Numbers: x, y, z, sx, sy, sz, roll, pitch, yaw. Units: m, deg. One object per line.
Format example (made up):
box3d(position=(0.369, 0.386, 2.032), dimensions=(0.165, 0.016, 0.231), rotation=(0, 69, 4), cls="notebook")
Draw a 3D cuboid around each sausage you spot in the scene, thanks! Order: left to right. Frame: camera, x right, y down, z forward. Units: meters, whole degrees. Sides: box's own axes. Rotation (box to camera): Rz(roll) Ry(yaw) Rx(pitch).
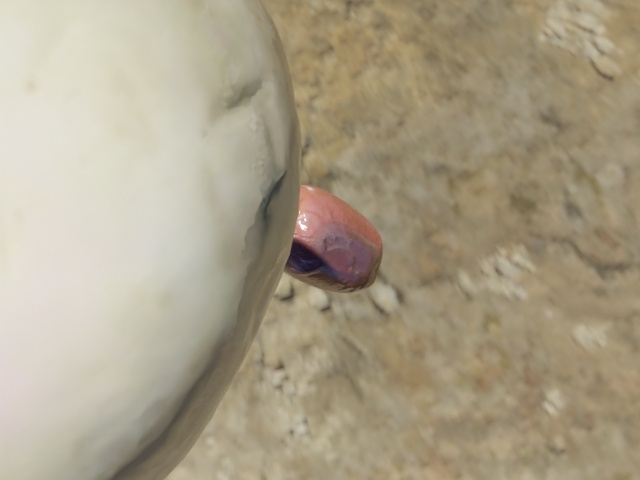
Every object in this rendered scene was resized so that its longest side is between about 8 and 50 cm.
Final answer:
box3d(position=(0.000, 0.000, 1.208), dimensions=(0.094, 0.054, 0.059), rotation=(31, 89, -44), cls="sausage")

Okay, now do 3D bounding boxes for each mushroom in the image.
box3d(position=(-0.177, -0.058, 0.752), dimensions=(0.353, 0.353, 0.325), rotation=(2, 127, -10), cls="mushroom")
